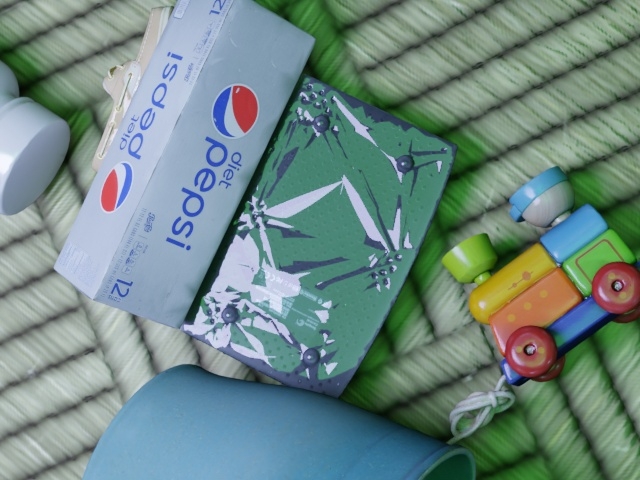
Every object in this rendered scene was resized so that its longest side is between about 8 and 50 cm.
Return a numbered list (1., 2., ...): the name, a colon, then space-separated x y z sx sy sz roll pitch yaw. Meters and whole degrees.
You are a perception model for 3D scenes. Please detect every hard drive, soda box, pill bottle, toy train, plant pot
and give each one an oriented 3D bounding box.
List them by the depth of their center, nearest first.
1. plant pot: -0.050 0.235 0.984 0.255 0.271 0.272 25 93 23
2. toy train: 0.151 0.059 1.028 0.248 0.105 0.143 -37 73 7
3. soda box: -0.119 -0.075 1.053 0.091 0.098 0.286 26 92 51
4. hard drive: 0.000 0.000 1.073 0.172 0.054 0.255 26 93 9
5. pill bottle: -0.350 -0.125 1.098 0.229 0.131 0.131 32 94 9

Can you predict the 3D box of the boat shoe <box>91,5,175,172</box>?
1. boat shoe: -0.172 -0.136 1.102 0.059 0.063 0.170 14 92 4
